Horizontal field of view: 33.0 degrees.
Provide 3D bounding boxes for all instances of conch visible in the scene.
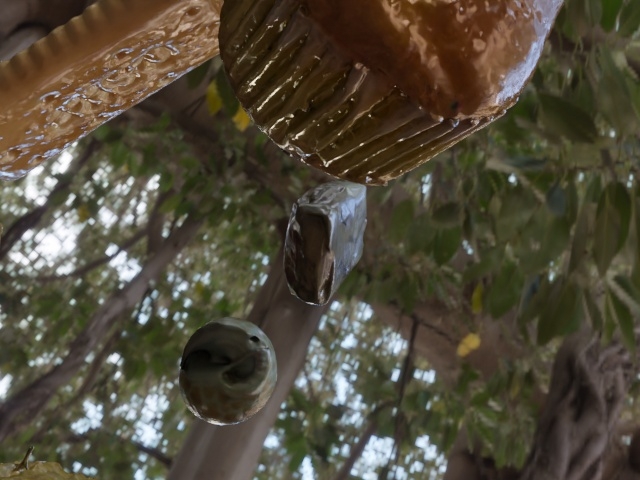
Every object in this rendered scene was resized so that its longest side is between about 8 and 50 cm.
[{"bbox_3d":[-0.109,0.155,1.282,0.116,0.106,0.173,14,-57,0],"label":"conch"}]

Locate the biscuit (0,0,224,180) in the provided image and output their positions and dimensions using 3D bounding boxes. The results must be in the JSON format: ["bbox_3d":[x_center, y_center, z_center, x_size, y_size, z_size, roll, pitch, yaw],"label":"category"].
[{"bbox_3d":[-0.169,-0.117,0.792,0.250,0.160,0.030,-30,-99,8],"label":"biscuit"}]

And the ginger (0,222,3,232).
[{"bbox_3d":[-0.542,-0.038,1.688,0.115,0.081,0.205,3,-78,-32],"label":"ginger"}]

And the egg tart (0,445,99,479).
[{"bbox_3d":[-0.225,0.338,0.882,0.153,0.339,0.351,-16,-19,35],"label":"egg tart"}]

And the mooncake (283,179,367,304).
[{"bbox_3d":[0.000,0.000,1.261,0.073,0.125,0.130,11,-67,20],"label":"mooncake"}]

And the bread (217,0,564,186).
[{"bbox_3d":[0.061,-0.190,0.723,0.204,0.288,0.156,37,-31,-15],"label":"bread"}]
